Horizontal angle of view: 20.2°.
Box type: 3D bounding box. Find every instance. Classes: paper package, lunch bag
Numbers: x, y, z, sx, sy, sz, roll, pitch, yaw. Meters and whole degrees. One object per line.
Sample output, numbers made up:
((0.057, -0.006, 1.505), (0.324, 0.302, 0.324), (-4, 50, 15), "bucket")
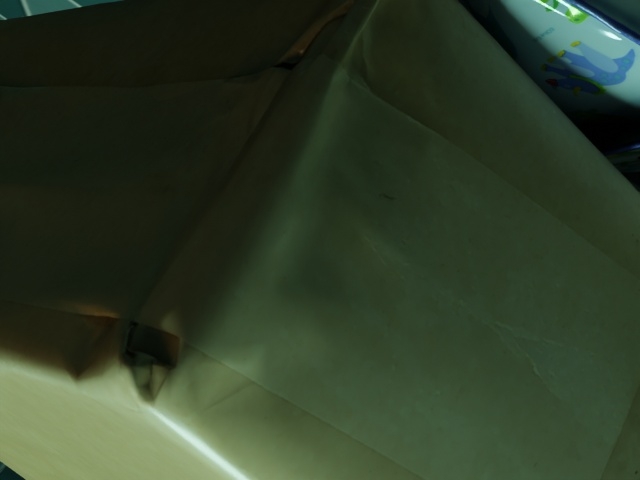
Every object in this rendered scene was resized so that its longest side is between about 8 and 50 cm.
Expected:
((0.009, 0.061, 0.694), (0.325, 0.168, 0.309), (41, 161, -28), "paper package")
((0.107, -0.071, 0.605), (0.151, 0.096, 0.129), (28, 167, -17), "lunch bag")
